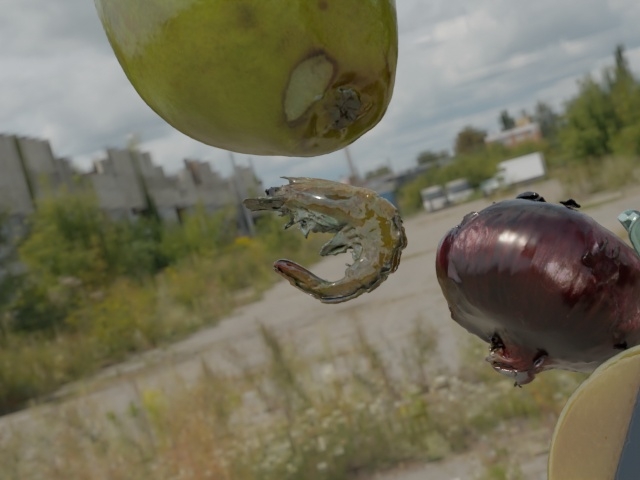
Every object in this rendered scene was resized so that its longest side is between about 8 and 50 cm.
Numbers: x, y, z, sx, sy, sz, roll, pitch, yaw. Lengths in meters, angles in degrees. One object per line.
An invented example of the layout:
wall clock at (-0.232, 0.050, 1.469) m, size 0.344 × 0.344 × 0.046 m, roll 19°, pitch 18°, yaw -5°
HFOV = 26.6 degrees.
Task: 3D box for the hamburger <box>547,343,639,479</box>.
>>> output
hamburger at (0.367, 0.225, 1.322) m, size 0.300 × 0.300 × 0.176 m, roll -16°, pitch -19°, yaw 32°

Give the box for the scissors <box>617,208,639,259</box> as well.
scissors at (0.385, 0.047, 1.456) m, size 0.125 × 0.256 × 0.030 m, roll -45°, pitch 36°, yaw 1°

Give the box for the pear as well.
pear at (-0.065, -0.214, 1.221) m, size 0.269 × 0.321 × 0.269 m, roll -39°, pitch -22°, yaw -19°

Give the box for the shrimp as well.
shrimp at (0.001, 0.000, 1.849) m, size 0.253 × 0.173 × 0.058 m, roll 6°, pitch -12°, yaw 27°

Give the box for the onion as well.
onion at (0.287, 0.070, 1.724) m, size 0.313 × 0.232 × 0.314 m, roll 23°, pitch -16°, yaw 7°
